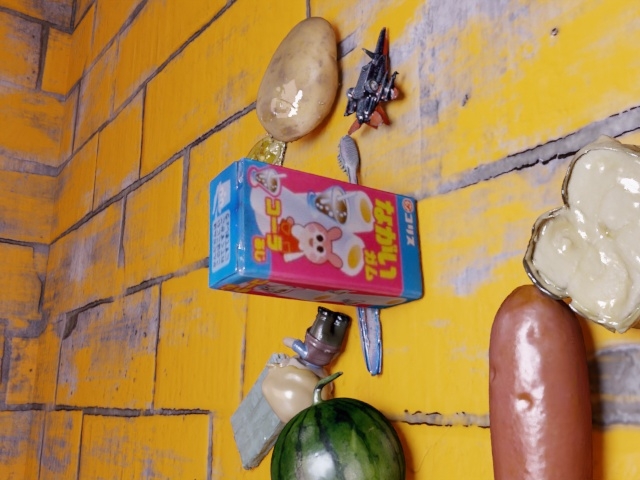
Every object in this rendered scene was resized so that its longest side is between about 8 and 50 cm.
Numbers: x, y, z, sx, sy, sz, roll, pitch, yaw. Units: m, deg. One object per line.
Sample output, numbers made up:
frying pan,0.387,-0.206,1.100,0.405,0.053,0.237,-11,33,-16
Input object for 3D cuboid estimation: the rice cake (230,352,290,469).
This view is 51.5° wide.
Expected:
rice cake,-0.106,0.319,1.223,0.211,0.038,0.124,-54,42,33

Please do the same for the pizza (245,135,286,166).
pizza,-0.120,-0.161,1.369,0.160,0.035,0.099,-33,56,46

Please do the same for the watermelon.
watermelon,0.019,0.303,0.916,0.188,0.188,0.215,-35,75,45

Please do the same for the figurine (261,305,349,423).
figurine,-0.021,0.202,1.080,0.108,0.114,0.196,20,90,55

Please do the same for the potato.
potato,-0.037,-0.290,1.223,0.161,0.128,0.235,-13,66,36

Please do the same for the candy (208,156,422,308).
candy,-0.001,0.001,0.927,0.100,0.305,0.157,-27,60,51

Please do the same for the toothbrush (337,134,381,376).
toothbrush,0.062,0.013,1.072,0.042,0.035,0.414,124,144,-62

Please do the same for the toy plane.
toy plane,0.085,-0.268,1.086,0.130,0.061,0.189,-8,75,54

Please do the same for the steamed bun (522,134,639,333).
steamed bun,0.317,-0.001,0.658,0.192,0.106,0.178,36,125,39

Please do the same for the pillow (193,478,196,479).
pillow,-0.233,0.648,1.269,0.228,0.101,0.327,-5,79,53

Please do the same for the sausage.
sausage,0.236,0.178,0.717,0.113,0.113,0.259,-13,73,53
